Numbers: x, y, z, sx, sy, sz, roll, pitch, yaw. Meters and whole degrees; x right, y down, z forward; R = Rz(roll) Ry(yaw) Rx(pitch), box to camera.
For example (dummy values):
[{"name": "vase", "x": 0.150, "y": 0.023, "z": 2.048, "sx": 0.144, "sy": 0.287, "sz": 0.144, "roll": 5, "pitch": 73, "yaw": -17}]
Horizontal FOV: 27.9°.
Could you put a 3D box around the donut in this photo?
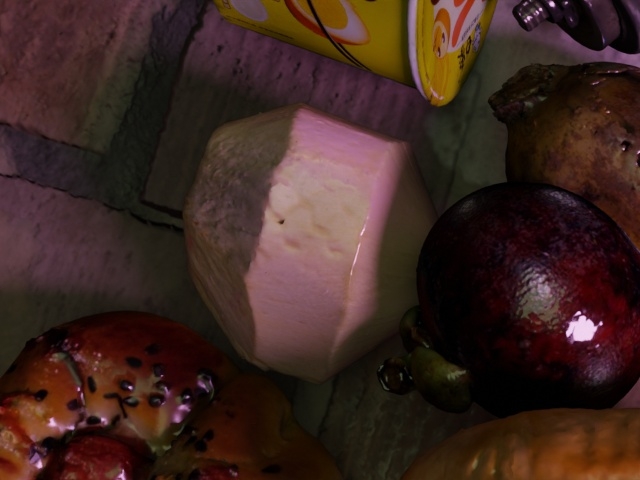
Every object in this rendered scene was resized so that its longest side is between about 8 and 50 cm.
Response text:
[{"name": "donut", "x": 0.251, "y": 0.250, "z": 1.016, "sx": 0.449, "sy": 0.449, "sz": 0.198, "roll": -4, "pitch": 70, "yaw": 6}]

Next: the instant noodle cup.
[{"name": "instant noodle cup", "x": 0.040, "y": -0.298, "z": 1.202, "sx": 0.221, "sy": 0.311, "sz": 0.311, "roll": 14, "pitch": 84, "yaw": 17}]

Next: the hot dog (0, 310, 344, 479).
[{"name": "hot dog", "x": -0.179, "y": 0.245, "z": 1.148, "sx": 0.367, "sy": 0.196, "sz": 0.365, "roll": 36, "pitch": 63, "yaw": 21}]

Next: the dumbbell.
[{"name": "dumbbell", "x": 0.301, "y": -0.296, "z": 1.212, "sx": 0.290, "sy": 0.192, "sz": 0.192, "roll": -40, "pitch": 80, "yaw": -1}]

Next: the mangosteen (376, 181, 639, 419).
[{"name": "mangosteen", "x": 0.164, "y": 0.061, "z": 1.051, "sx": 0.216, "sy": 0.216, "sz": 0.216, "roll": -1, "pitch": 82, "yaw": 6}]

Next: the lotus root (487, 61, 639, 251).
[{"name": "lotus root", "x": 0.317, "y": -0.018, "z": 1.172, "sx": 0.397, "sy": 0.196, "sz": 0.179, "roll": 44, "pitch": 125, "yaw": 7}]

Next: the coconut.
[{"name": "coconut", "x": 0.000, "y": 0.000, "z": 1.184, "sx": 0.259, "sy": 0.259, "sz": 0.259, "roll": -1, "pitch": 82, "yaw": 6}]
